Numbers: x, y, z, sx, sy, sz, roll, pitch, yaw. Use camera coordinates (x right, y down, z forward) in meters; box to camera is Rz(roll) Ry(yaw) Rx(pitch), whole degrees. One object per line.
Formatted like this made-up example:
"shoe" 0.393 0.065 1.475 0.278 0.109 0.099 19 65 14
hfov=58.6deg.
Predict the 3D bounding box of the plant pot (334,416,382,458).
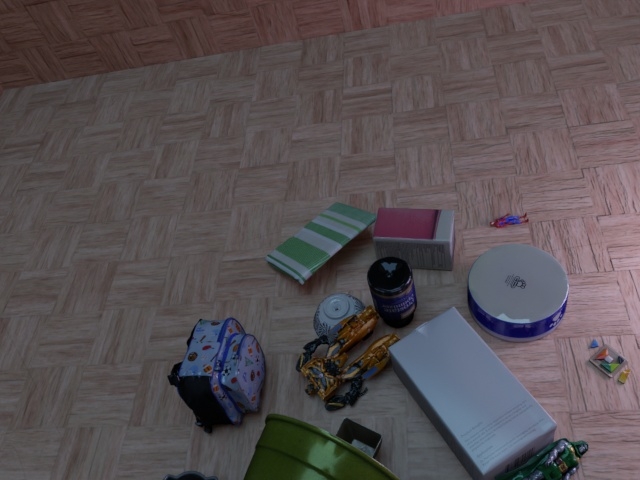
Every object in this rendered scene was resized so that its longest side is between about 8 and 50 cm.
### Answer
"plant pot" 0.089 0.523 1.412 0.109 0.096 0.109 19 59 27

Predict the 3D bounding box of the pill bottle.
"pill bottle" 0.204 0.151 1.588 0.123 0.219 0.122 -8 52 10

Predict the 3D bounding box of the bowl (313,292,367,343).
"bowl" 0.054 0.213 1.673 0.170 0.080 0.170 -7 52 9

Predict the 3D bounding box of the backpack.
"backpack" -0.268 0.343 1.557 0.213 0.276 0.263 -7 45 4

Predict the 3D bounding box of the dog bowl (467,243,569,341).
"dog bowl" 0.542 0.141 1.577 0.265 0.104 0.265 -8 52 10

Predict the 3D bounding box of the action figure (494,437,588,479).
"action figure" 0.520 0.526 1.293 0.232 0.063 0.137 -32 96 -17

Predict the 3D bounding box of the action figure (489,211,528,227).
"action figure" 0.585 -0.063 1.774 0.115 0.030 0.038 -12 56 9

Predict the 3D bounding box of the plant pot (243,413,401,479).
"plant pot" -0.044 0.619 1.196 0.366 0.366 0.353 16 58 26

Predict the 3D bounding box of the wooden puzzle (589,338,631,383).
"wooden puzzle" 0.738 0.305 1.454 0.078 0.014 0.116 -41 53 -17

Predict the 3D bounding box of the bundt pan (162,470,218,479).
"bundt pan" -0.315 0.731 1.346 0.331 0.124 0.330 -8 51 10

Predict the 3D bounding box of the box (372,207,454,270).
"box" 0.287 -0.006 1.733 0.232 0.148 0.126 3 53 17

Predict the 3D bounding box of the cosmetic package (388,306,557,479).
"cosmetic package" 0.361 0.380 1.413 0.217 0.156 0.385 -29 50 -8

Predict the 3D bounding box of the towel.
"towel" 0.000 0.000 1.830 0.325 0.038 0.248 -39 30 -17

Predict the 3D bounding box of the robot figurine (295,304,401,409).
"robot figurine" 0.071 0.320 1.558 0.291 0.085 0.211 -39 67 -7
